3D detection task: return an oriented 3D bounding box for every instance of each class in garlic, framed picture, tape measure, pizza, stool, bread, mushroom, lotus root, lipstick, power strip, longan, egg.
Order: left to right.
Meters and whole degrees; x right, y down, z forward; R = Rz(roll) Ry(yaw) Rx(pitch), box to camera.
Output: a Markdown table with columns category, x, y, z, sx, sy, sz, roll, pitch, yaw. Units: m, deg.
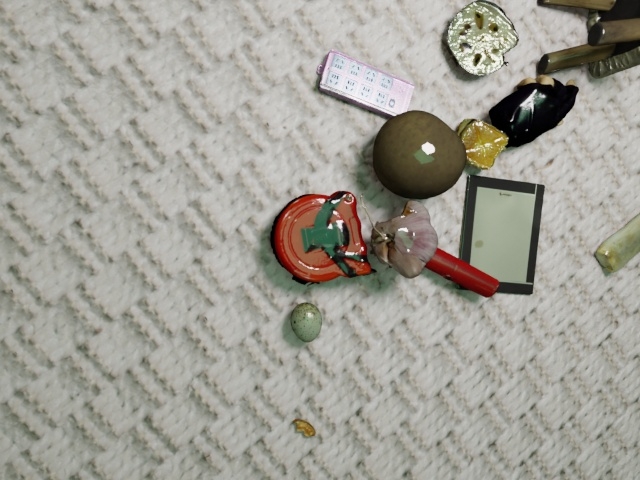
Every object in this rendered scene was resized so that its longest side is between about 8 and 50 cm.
| category | x | y | z | sx | sy | sz | roll | pitch | yaw |
| --- | --- | --- | --- | --- | --- | --- | --- | --- | --- |
| pizza | -0.045 | 0.520 | 1.260 | 0.083 | 0.016 | 0.037 | 38 | 83 | -15 |
| egg | -0.037 | 0.219 | 1.211 | 0.085 | 0.085 | 0.110 | -14 | 99 | -12 |
| tape measure | 0.000 | -0.001 | 1.195 | 0.261 | 0.114 | 0.252 | -13 | 95 | -12 |
| power strip | 0.125 | -0.422 | 1.242 | 0.279 | 0.037 | 0.109 | 17 | 88 | -13 |
| garlic | 0.175 | -0.021 | 1.196 | 0.257 | 0.207 | 0.207 | 31 | 86 | -12 |
| longan | 0.262 | -0.225 | 1.192 | 0.249 | 0.248 | 0.247 | -1 | 93 | -13 |
| lipstick | 0.376 | 0.079 | 1.295 | 0.280 | 0.073 | 0.073 | 27 | 87 | -7 |
| bread | 0.446 | -0.272 | 1.292 | 0.140 | 0.069 | 0.127 | 25 | 100 | -4 |
| lotus root | 0.452 | -0.565 | 1.292 | 0.183 | 0.078 | 0.203 | -28 | 91 | 3 |
| framed picture | 0.545 | -0.013 | 1.368 | 0.265 | 0.016 | 0.346 | 4 | 92 | -13 |
| stool | 0.778 | -0.633 | 1.247 | 0.227 | 0.310 | 0.309 | 0 | 92 | -9 |
| mushroom | 1.011 | -0.026 | 1.443 | 0.312 | 0.081 | 0.100 | -38 | 97 | -4 |

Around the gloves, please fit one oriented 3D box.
| category | x | y | z | sx | sy | sz | roll | pitch | yaw |
| --- | --- | --- | --- | --- | --- | --- | --- | --- | --- |
| gloves | 0.632 | -0.382 | 1.315 | 0.301 | 0.152 | 0.197 | -46 | 126 | -20 |
